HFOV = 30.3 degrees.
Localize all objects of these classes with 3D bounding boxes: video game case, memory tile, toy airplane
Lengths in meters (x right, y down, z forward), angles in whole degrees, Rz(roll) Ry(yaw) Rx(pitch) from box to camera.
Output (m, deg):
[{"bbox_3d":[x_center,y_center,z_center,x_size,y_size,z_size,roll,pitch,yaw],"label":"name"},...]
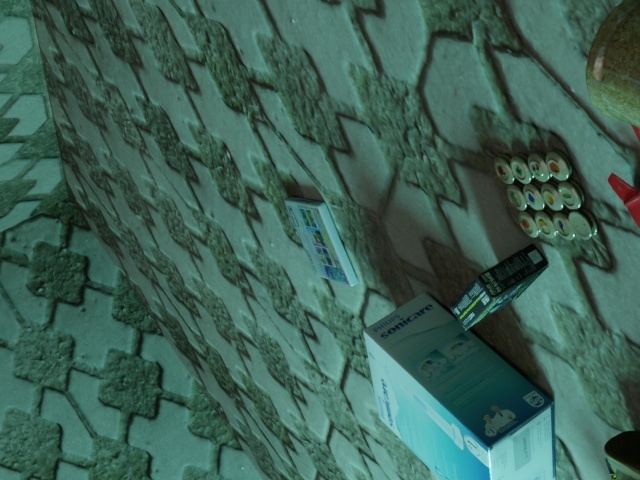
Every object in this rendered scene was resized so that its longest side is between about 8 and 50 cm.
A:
[{"bbox_3d":[0.000,0.000,2.066,0.143,0.019,0.157,13,129,63],"label":"video game case"},{"bbox_3d":[0.261,-0.052,1.386,0.113,0.012,0.148,64,159,-12],"label":"memory tile"},{"bbox_3d":[0.336,-0.059,1.176,0.151,0.028,0.151,47,157,28],"label":"toy airplane"}]

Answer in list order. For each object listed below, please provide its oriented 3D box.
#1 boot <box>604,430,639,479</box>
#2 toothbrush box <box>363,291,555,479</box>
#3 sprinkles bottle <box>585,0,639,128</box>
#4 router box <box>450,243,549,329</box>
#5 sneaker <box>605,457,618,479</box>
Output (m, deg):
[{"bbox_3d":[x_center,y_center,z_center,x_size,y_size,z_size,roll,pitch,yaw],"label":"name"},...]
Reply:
[{"bbox_3d":[0.433,0.337,1.415,0.213,0.077,0.165,33,146,61],"label":"boot"},{"bbox_3d":[0.206,0.253,1.765,0.295,0.126,0.216,40,153,42],"label":"toothbrush box"},{"bbox_3d":[0.369,-0.092,0.917,0.355,0.121,0.121,37,150,47],"label":"sprinkles bottle"},{"bbox_3d":[0.226,0.060,1.504,0.038,0.092,0.122,55,159,13],"label":"router box"},{"bbox_3d":[0.393,0.319,1.542,0.083,0.035,0.031,59,159,2],"label":"sneaker"}]
